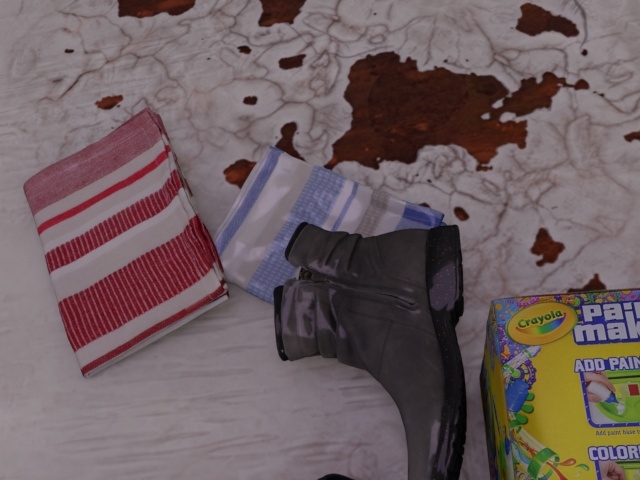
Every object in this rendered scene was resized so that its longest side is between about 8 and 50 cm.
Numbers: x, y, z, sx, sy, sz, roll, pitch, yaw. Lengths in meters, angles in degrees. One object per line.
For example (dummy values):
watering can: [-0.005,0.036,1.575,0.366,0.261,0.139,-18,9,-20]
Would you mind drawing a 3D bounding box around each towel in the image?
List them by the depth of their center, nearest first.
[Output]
towel: [0.000,0.000,0.958,0.285,0.034,0.209,23,73,19]
towel: [-0.280,-0.008,0.996,0.237,0.037,0.328,-30,64,7]

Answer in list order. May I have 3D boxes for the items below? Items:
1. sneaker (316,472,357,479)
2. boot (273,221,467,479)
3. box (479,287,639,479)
sneaker: [0.077,0.372,0.725,0.180,0.124,0.321,-41,65,-8]
boot: [0.054,0.135,0.832,0.223,0.118,0.338,-2,58,12]
box: [0.252,0.223,0.667,0.177,0.290,0.279,-5,66,8]
